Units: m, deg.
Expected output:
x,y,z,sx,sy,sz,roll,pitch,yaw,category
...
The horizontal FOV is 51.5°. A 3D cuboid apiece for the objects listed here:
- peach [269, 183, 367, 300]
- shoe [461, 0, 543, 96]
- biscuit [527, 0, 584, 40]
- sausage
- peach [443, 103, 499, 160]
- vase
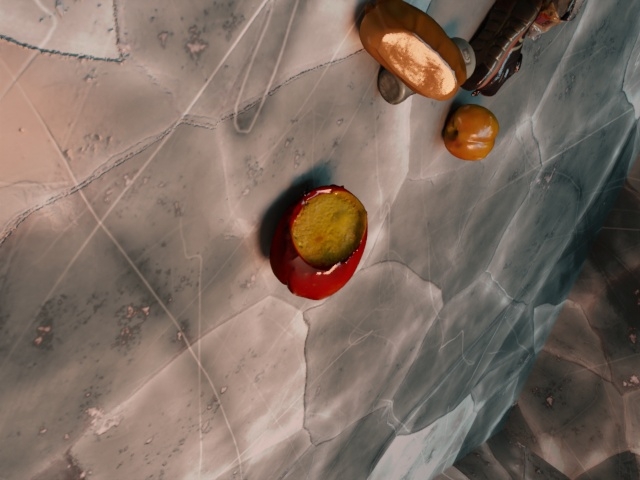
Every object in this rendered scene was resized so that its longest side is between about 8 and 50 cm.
x,y,z,sx,sy,sz,roll,pitch,yaw,category
0.000,0.000,1.320,0.196,0.190,0.226,12,114,-42,peach
0.437,-0.458,1.556,0.137,0.114,0.291,28,97,-51,shoe
0.562,-0.574,1.548,0.309,0.079,0.186,-82,-165,-82,biscuit
0.176,-0.362,1.251,0.241,0.136,0.120,30,127,-29,sausage
0.371,-0.266,1.623,0.138,0.138,0.138,-32,139,-32,peach
0.221,-0.353,1.397,0.219,0.096,0.096,-29,138,-31,vase
